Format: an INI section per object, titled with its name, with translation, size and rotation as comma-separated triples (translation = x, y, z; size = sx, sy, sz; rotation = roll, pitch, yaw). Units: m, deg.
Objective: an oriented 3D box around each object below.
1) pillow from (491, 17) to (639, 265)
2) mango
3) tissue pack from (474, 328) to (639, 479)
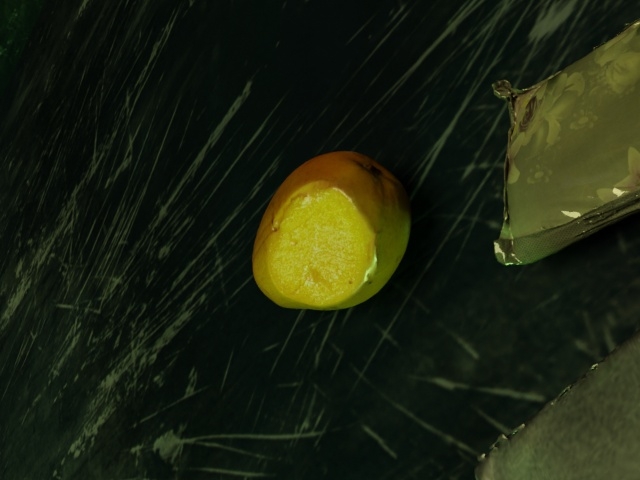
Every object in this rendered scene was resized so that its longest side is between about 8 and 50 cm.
[pillow]
translation = 0.215, -0.085, 0.572
size = 0.255, 0.059, 0.169
rotation = -28, 57, 50
[mango]
translation = 0.005, -0.001, 0.816
size = 0.217, 0.102, 0.141
rotation = -35, 75, 48
[tissue pack]
translation = 0.266, 0.123, 0.368
size = 0.394, 0.124, 0.288
rotation = -50, 41, 34
